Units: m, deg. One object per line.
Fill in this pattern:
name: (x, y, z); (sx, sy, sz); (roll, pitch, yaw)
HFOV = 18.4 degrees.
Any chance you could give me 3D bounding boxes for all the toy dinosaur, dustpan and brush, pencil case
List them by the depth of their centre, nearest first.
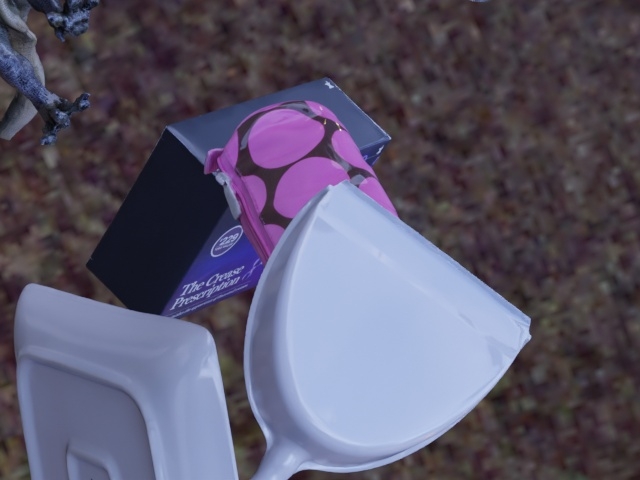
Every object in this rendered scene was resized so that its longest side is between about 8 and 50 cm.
dustpan and brush: (0.000, 0.093, 1.075); (0.147, 0.060, 0.211); (37, 74, -11)
toy dinosaur: (-0.179, -0.127, 1.154); (0.064, 0.118, 0.268); (-37, 146, -20)
pencil case: (0.000, 0.000, 1.273); (0.098, 0.095, 0.209); (-1, 35, -24)

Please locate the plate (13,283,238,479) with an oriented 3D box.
plate: (-0.144, 0.181, 1.416); (0.045, 0.277, 0.278); (-16, 105, -33)

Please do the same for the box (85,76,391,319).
box: (-0.075, -0.039, 1.894); (0.103, 0.184, 0.261); (42, 34, 18)
